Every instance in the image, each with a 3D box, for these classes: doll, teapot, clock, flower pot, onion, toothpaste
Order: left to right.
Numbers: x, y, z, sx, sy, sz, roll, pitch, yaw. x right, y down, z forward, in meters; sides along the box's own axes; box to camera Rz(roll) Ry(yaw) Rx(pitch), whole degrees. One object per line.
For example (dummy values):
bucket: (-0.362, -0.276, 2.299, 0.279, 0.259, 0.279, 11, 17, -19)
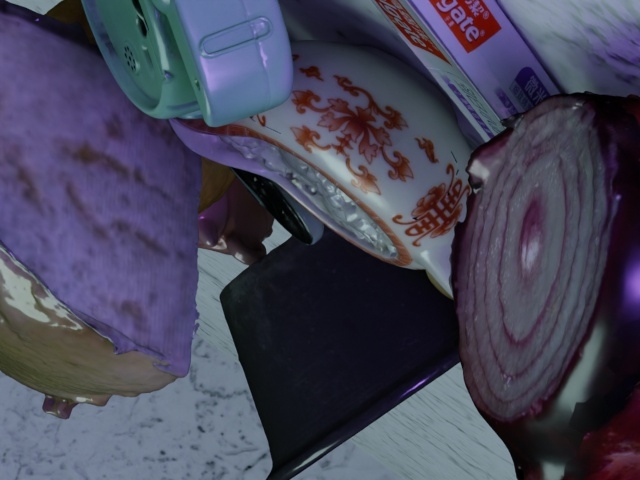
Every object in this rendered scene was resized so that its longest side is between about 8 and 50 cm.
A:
doll: (-0.126, -0.070, 1.456, 0.262, 0.093, 0.211, 43, -157, 21)
clock: (-0.082, -0.129, 0.959, 0.148, 0.060, 0.188, 69, 161, -6)
flower pot: (0.023, 0.058, 1.344, 0.148, 0.235, 0.235, 57, 172, 5)
teapot: (0.030, -0.042, 1.036, 0.245, 0.116, 0.159, 36, 158, 25)
toothpaste: (0.078, -0.081, 0.874, 0.047, 0.040, 0.196, 25, 164, 45)
onion: (0.132, 0.049, 0.786, 0.140, 0.218, 0.195, 11, 175, -23)

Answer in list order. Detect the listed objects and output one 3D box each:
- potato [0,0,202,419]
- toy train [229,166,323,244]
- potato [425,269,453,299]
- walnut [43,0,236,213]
potato: (-0.205, 0.008, 1.106, 0.189, 0.211, 0.264, 17, 148, -25)
toy train: (-0.067, -0.096, 1.149, 0.234, 0.051, 0.052, 47, 163, 8)
potato: (0.102, 0.019, 1.216, 0.068, 0.062, 0.083, 10, -161, 4)
walnut: (-0.133, -0.092, 1.271, 0.159, 0.159, 0.206, 34, 169, 20)
